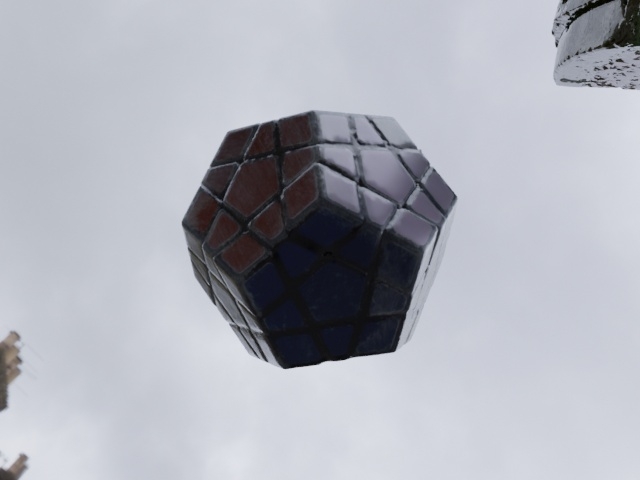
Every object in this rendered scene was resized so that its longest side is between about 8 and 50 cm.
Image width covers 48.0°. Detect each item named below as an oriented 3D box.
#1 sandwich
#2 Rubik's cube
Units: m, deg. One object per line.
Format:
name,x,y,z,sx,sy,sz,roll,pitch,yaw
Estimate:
sandwich,0.388,-0.252,0.889,0.212,0.292,0.109,14,-89,-19
Rubik's cube,0.001,0.000,0.828,0.319,0.264,0.319,-2,-66,-5
